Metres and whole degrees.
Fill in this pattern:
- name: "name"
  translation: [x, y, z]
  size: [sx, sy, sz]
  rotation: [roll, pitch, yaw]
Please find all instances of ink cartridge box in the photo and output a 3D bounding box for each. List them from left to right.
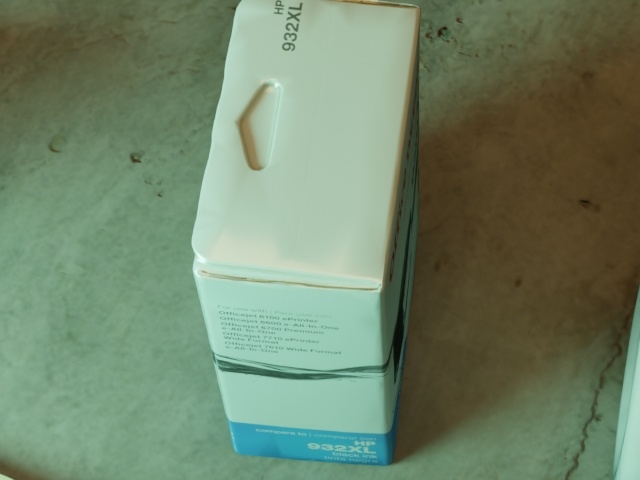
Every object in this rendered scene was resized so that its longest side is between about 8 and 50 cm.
- name: "ink cartridge box"
  translation: [0.000, 0.000, 1.424]
  size: [0.129, 0.307, 0.223]
  rotation: [6, 63, 6]

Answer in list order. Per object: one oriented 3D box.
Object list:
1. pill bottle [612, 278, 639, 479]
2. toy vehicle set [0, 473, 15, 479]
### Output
- name: "pill bottle"
  translation: [0.398, 0.114, 1.402]
  size: [0.363, 0.210, 0.210]
  rotation: [9, 63, 7]
- name: "toy vehicle set"
  translation: [-0.201, 0.273, 1.442]
  size: [0.267, 0.035, 0.166]
  rotation: [20, 65, 13]
